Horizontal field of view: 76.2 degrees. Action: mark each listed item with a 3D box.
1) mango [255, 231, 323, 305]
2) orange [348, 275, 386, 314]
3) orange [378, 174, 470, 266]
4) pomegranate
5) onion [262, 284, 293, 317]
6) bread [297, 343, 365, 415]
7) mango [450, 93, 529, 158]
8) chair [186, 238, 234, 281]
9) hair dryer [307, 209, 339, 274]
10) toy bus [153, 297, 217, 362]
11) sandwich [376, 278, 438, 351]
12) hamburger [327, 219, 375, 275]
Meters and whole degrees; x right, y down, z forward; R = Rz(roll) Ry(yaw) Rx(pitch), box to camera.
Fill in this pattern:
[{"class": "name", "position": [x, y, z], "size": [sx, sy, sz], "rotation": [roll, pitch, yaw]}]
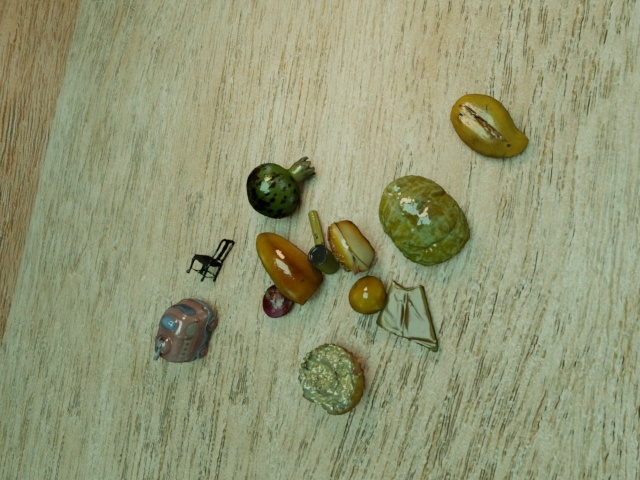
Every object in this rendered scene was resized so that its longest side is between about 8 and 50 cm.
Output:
[{"class": "mango", "position": [-0.138, 0.095, 1.688], "size": [0.201, 0.199, 0.350], "rotation": [-37, 81, -29]}, {"class": "orange", "position": [0.181, 0.211, 1.556], "size": [0.134, 0.155, 0.155], "rotation": [42, 103, -10]}, {"class": "orange", "position": [0.357, -0.083, 1.479], "size": [0.271, 0.210, 0.369], "rotation": [-41, 73, 12]}, {"class": "pomegranate", "position": [-0.159, -0.217, 1.732], "size": [0.306, 0.242, 0.242], "rotation": [-12, 78, -8]}, {"class": "onion", "position": [-0.194, 0.247, 1.722], "size": [0.150, 0.140, 0.150], "rotation": [-8, 65, 18]}, {"class": "bread", "position": [0.055, 0.528, 1.579], "size": [0.274, 0.149, 0.274], "rotation": [-1, 89, 28]}, {"class": "mango", "position": [0.591, -0.405, 1.452], "size": [0.177, 0.120, 0.295], "rotation": [-47, 69, 15]}, {"class": "chair", "position": [-0.507, 0.075, 1.899], "size": [0.113, 0.106, 0.229], "rotation": [28, 95, 22]}, {"class": "hair dryer", "position": [0.000, 0.000, 1.687], "size": [0.090, 0.135, 0.279], "rotation": [-25, 58, 20]}, {"class": "toy bus", "position": [-0.630, 0.412, 1.847], "size": [0.197, 0.232, 0.294], "rotation": [22, 94, 24]}, {"class": "sandwich", "position": [0.351, 0.269, 1.521], "size": [0.245, 0.063, 0.212], "rotation": [21, 92, 23]}, {"class": "hamburger", "position": [0.110, 0.023, 1.573], "size": [0.147, 0.237, 0.237], "rotation": [-37, 71, 0]}]
